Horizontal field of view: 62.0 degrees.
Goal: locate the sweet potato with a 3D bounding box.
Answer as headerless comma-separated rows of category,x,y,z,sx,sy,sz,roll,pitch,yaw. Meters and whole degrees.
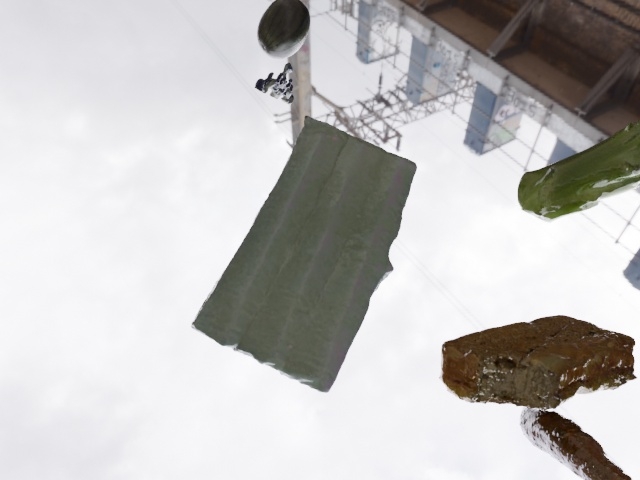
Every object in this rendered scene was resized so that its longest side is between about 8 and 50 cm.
sweet potato,0.355,0.289,0.777,0.066,0.314,0.072,-36,-89,-4

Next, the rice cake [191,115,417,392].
rice cake,0.000,0.000,0.448,0.127,0.043,0.237,26,-118,-5

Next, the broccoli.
broccoli,0.505,-0.171,0.770,0.352,0.397,0.275,-12,-110,-15

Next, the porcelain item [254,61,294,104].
porcelain item,-0.077,-0.320,1.064,0.021,0.075,0.136,33,-166,19

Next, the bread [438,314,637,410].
bread,0.376,0.211,0.896,0.380,0.109,0.185,-2,-164,-36

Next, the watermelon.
watermelon,-0.058,-0.347,0.865,0.078,0.078,0.111,21,-104,18
